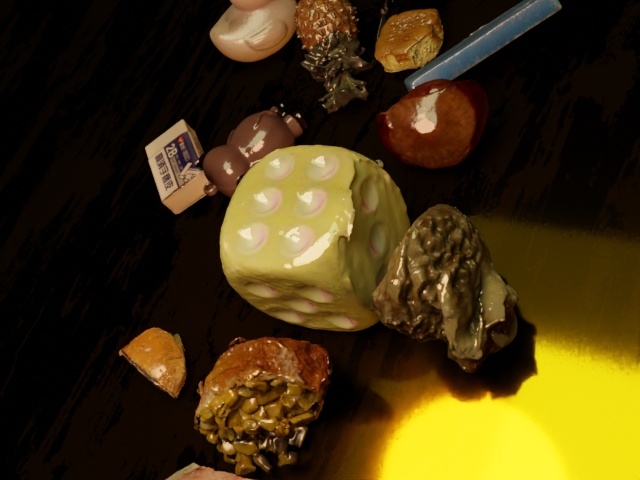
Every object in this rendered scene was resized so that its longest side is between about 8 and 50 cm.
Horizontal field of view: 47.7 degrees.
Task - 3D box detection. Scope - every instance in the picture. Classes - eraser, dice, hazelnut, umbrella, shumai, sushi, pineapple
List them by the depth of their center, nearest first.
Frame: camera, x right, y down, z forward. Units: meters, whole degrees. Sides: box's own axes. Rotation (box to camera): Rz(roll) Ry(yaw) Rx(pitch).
[{"bbox_3d":[0.209,0.077,1.106,0.218,0.255,0.189,42,121,16],"label":"shumai"},{"bbox_3d":[-0.093,0.265,1.204,0.296,0.167,0.179,-16,31,13],"label":"sushi"},{"bbox_3d":[0.000,0.000,1.249,0.254,0.250,0.252,1,62,31],"label":"dice"},{"bbox_3d":[0.200,-0.214,1.320,0.201,0.170,0.161,7,63,23],"label":"hazelnut"},{"bbox_3d":[0.305,-0.377,1.402,0.311,0.043,0.144,-32,12,10],"label":"eraser"},{"bbox_3d":[0.038,-0.414,1.584,0.170,0.141,0.310,-9,60,-4],"label":"pineapple"},{"bbox_3d":[0.140,-0.500,1.645,0.022,0.022,0.149,-33,35,62],"label":"umbrella"},{"bbox_3d":[-0.327,-0.175,1.680,0.124,0.068,0.210,-36,48,9],"label":"eraser"}]

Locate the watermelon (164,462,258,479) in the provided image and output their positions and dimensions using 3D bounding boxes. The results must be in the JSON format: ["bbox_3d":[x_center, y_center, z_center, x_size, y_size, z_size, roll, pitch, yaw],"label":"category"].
[{"bbox_3d":[-0.102,0.413,1.077,0.318,0.226,0.148,29,51,29],"label":"watermelon"}]

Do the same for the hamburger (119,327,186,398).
[{"bbox_3d":[-0.315,0.220,1.403,0.176,0.087,0.102,24,76,42],"label":"hamburger"}]

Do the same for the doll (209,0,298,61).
[{"bbox_3d":[-0.170,-0.565,1.748,0.251,0.221,0.221,-42,48,1],"label":"doll"}]

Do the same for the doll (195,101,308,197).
[{"bbox_3d":[-0.150,-0.186,1.548,0.257,0.117,0.182,-49,49,-7],"label":"doll"}]

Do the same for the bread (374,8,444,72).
[{"bbox_3d":[0.188,-0.421,1.532,0.140,0.069,0.128,0,62,32],"label":"bread"}]

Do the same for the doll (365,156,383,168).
[{"bbox_3d":[0.086,-0.121,1.413,0.076,0.050,0.083,-23,53,22],"label":"doll"}]
